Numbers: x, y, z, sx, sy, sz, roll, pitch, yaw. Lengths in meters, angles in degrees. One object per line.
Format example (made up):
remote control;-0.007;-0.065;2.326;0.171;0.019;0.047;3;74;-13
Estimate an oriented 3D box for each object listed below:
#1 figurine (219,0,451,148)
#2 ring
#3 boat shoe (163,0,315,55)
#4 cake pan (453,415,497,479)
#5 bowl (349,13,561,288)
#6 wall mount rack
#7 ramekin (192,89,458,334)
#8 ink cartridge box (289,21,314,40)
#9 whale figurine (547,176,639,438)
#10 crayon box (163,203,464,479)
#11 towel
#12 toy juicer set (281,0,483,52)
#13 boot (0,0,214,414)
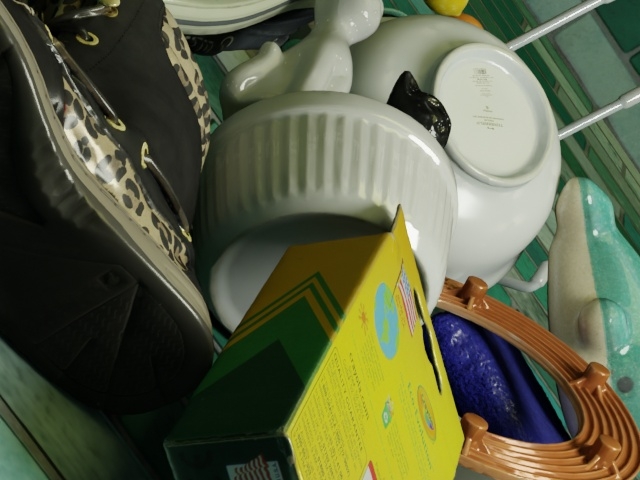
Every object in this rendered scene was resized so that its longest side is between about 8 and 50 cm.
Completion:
figurine;0.027;-0.109;1.435;0.215;0.092;0.209;58;43;-30
ring;0.126;0.099;1.461;0.336;0.032;0.336;23;21;-10
boat shoe;-0.124;-0.230;1.441;0.500;0.156;0.187;-14;74;-59
cake pan;0.117;0.257;1.383;0.293;0.054;0.293;48;20;-24
bowl;0.128;-0.099;1.652;0.298;0.134;0.298;12;67;-31
wall mount rack;0.246;-0.122;1.932;0.304;0.130;0.350;-63;154;-22
ramekin;0.000;0.000;1.293;0.207;0.207;0.109;45;31;-32
ink cartridge box;-0.023;-0.238;1.888;0.083;0.028;0.048;59;19;6
whale figurine;0.293;0.070;1.694;0.216;0.141;0.272;24;60;-82
crayon box;0.010;0.132;1.112;0.318;0.081;0.202;-57;136;-61
towel;0.195;0.213;1.642;0.308;0.076;0.227;62;12;16
toy juicer set;0.065;-0.216;1.786;0.329;0.209;0.089;34;18;-51
boot;-0.185;-0.104;1.084;0.377;0.138;0.284;52;20;-26
